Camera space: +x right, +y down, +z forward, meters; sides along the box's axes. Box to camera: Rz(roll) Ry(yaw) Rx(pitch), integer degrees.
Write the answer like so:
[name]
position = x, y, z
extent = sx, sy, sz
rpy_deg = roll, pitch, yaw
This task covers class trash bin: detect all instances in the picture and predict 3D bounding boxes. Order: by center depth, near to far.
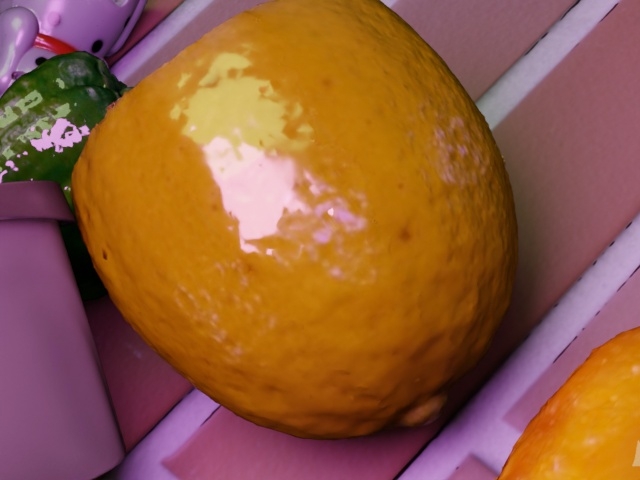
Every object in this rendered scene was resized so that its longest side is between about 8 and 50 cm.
[trash bin]
position = -0.284, 0.085, 1.042
extent = 0.219, 0.250, 0.220
rpy_deg = -21, 7, -22

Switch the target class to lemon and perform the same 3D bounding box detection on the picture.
[lemon]
position = 0.000, 0.000, 1.063
extent = 0.364, 0.364, 0.364
rpy_deg = -12, 49, 14

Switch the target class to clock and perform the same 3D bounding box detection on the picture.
[clock]
position = -0.311, -0.217, 1.501
extent = 0.189, 0.189, 0.254
rpy_deg = 5, 70, 27

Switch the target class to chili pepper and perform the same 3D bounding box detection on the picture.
[chili pepper]
position = -0.283, 0.006, 1.240
extent = 0.385, 0.213, 0.167
rpy_deg = -46, 50, 7

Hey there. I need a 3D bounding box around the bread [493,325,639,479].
[bread]
position = 0.238, 0.225, 0.744
extent = 0.250, 0.394, 0.361
rpy_deg = 10, 59, 48
